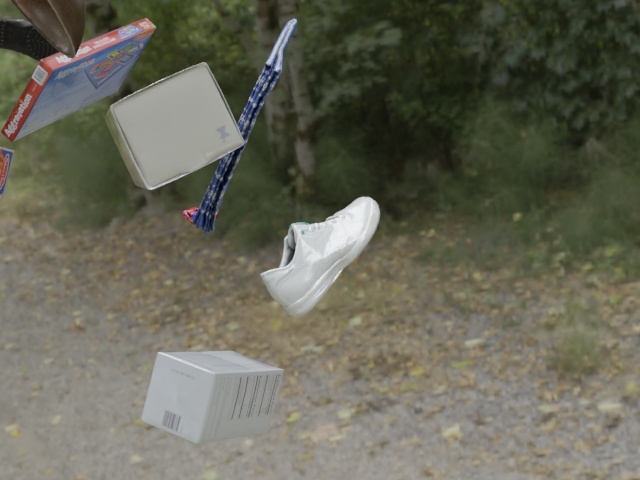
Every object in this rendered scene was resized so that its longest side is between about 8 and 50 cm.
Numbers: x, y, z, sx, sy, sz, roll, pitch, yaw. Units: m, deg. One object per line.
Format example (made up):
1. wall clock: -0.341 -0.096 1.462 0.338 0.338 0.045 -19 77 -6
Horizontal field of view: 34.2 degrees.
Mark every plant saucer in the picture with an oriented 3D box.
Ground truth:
1. plant saucer: -0.354 -0.342 1.149 0.050 0.310 0.310 -39 23 -11

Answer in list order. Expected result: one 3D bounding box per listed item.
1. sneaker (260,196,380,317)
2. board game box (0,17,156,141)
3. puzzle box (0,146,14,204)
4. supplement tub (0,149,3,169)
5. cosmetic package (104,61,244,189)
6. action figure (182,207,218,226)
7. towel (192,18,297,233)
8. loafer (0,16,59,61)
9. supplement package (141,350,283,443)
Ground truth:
1. sneaker: 0.000 0.000 1.421 0.212 0.094 0.080 -52 16 -29
2. board game box: -0.359 -0.247 1.570 0.145 0.027 0.281 -48 -1 32
3. puzzle box: -0.705 0.005 1.894 0.052 0.409 0.272 14 0 20
4. supplement tub: -0.541 -0.161 1.489 0.117 0.117 0.190 -25 60 -34
5. cosmetic package: -0.222 -0.162 1.519 0.153 0.129 0.296 -26 10 -11
6. action figure: -0.235 -0.048 1.996 0.038 0.030 0.115 -24 18 -27
7. towel: -0.122 -0.194 1.770 0.040 0.336 0.243 25 29 -7
8. loafer: -0.606 -0.422 2.137 0.220 0.080 0.078 13 15 -32
9. supplement package: -0.198 0.291 1.965 0.139 0.134 0.244 16 3 30
